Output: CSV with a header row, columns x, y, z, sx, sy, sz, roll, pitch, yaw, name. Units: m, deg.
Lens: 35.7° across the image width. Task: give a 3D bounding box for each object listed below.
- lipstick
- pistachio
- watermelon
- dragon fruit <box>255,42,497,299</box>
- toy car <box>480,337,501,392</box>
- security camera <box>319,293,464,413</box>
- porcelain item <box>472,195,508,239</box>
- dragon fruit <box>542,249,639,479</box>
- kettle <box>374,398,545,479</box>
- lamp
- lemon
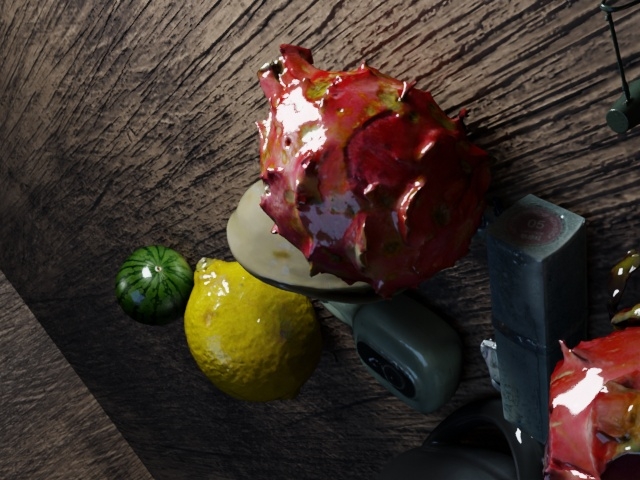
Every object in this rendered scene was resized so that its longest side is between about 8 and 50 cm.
x,y,z,sx,sy,sz,roll,pitch,yaw,name
0.220,0.091,0.994,0.076,0.077,0.289,29,146,39,lipstick
0.000,0.000,1.176,0.238,0.153,0.137,12,151,15,pistachio
-0.288,0.089,1.753,0.141,0.141,0.187,44,156,16,watermelon
0.033,-0.070,0.951,0.268,0.205,0.210,49,154,9,dragon fruit
0.210,0.152,1.146,0.041,0.025,0.093,20,139,49,toy car
0.057,0.099,1.278,0.301,0.080,0.157,38,151,32,security camera
0.150,-0.036,1.012,0.136,0.021,0.075,-7,113,60,porcelain item
0.320,0.179,0.774,0.291,0.269,0.250,0,123,16,dragon fruit
0.200,0.328,1.209,0.290,0.207,0.268,157,112,-65,kettle
0.226,-0.130,0.733,0.041,0.054,0.121,28,146,39,lamp
-0.099,0.131,1.441,0.256,0.188,0.188,56,154,-18,lemon
